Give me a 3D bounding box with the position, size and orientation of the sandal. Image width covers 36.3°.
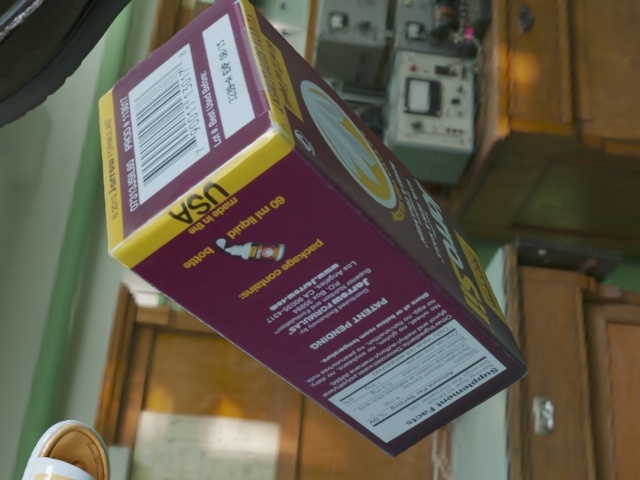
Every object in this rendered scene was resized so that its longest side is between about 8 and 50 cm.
[{"bbox_3d":[-0.268,0.318,1.000,0.076,0.102,0.265,-13,54,46],"label":"sandal"}]

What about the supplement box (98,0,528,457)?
[{"bbox_3d":[0.000,0.000,0.423,0.080,0.188,0.104,-35,41,17],"label":"supplement box"}]

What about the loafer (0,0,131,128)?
[{"bbox_3d":[-0.202,-0.221,0.710,0.134,0.366,0.130,49,-179,39],"label":"loafer"}]
